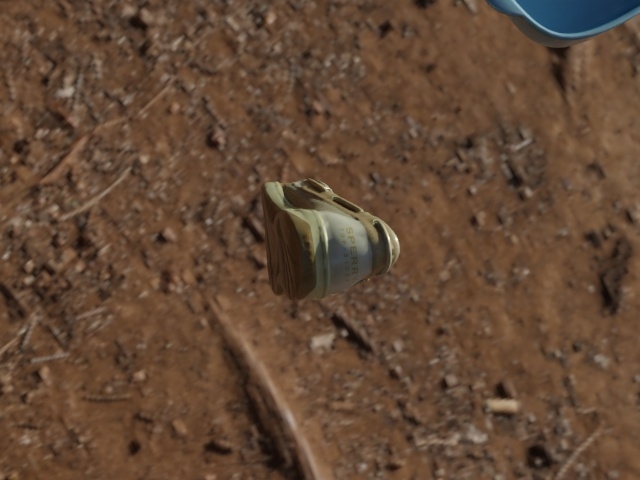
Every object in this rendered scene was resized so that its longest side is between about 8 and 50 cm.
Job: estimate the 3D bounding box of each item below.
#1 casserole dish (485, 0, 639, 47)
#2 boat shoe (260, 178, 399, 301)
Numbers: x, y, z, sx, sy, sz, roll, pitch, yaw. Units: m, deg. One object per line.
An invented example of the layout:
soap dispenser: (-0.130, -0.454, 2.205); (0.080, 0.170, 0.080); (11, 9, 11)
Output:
casserole dish: (0.159, -0.174, 0.769); (0.188, 0.037, 0.114); (-31, 75, -17)
boat shoe: (0.000, -0.002, 0.658); (0.048, 0.153, 0.056); (-7, 94, -8)
